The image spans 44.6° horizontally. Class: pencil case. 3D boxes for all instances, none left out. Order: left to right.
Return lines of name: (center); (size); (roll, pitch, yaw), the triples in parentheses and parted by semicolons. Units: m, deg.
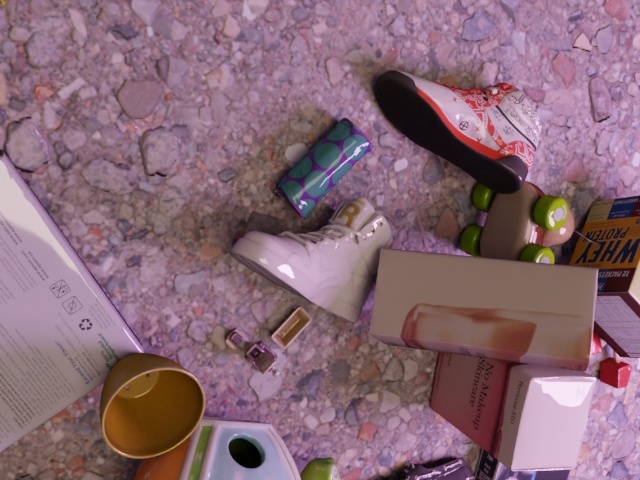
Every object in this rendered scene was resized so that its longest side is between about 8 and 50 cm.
pencil case: (0.005, -0.104, 1.124); (0.152, 0.064, 0.070); (-46, 157, -7)

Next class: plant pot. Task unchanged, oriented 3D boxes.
plant pot: (-0.230, 0.199, 1.018); (0.134, 0.095, 0.134); (-14, 120, -25)

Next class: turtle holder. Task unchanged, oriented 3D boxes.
turtle holder: (-0.111, 0.367, 1.089); (0.320, 0.243, 0.228); (6, 77, -7)

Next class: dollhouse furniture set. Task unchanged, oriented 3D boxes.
dollhouse furniture set: (-0.064, 0.141, 1.142); (0.114, 0.081, 0.091); (-46, 115, -7)

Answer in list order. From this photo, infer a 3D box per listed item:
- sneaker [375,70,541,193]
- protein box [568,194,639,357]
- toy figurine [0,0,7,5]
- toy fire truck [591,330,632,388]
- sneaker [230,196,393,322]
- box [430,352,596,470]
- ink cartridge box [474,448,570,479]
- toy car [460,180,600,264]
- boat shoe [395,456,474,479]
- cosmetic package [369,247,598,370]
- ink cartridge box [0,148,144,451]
sneaker: (0.216, -0.199, 1.186); (0.270, 0.090, 0.145); (34, 60, -7)
protein box: (0.540, 0.064, 1.316); (0.201, 0.136, 0.200); (41, 64, -25)
toy figurine: (-0.327, -0.443, 0.875); (0.362, 0.217, 0.191); (-24, 137, 30)
toy fire truck: (0.498, 0.175, 1.405); (0.135, 0.047, 0.192); (-4, 102, -24)
sneaker: (0.000, 0.000, 1.093); (0.292, 0.108, 0.169); (32, 85, -56)
box: (0.294, 0.243, 1.233); (0.126, 0.232, 0.149); (5, 100, -24)
ink cartridge box: (0.369, 0.384, 1.393); (0.165, 0.065, 0.333); (9, 98, -24)
toy car: (0.352, -0.012, 1.254); (0.188, 0.155, 0.149); (9, 99, -37)
boat shoe: (0.164, 0.411, 1.326); (0.206, 0.075, 0.065); (-3, 60, -17)
cosmetic package: (0.233, 0.099, 1.111); (0.153, 0.296, 0.129); (38, 60, -68)
ink cartridge box: (-0.448, 0.108, 0.980); (0.330, 0.071, 0.324); (-33, 115, -12)
